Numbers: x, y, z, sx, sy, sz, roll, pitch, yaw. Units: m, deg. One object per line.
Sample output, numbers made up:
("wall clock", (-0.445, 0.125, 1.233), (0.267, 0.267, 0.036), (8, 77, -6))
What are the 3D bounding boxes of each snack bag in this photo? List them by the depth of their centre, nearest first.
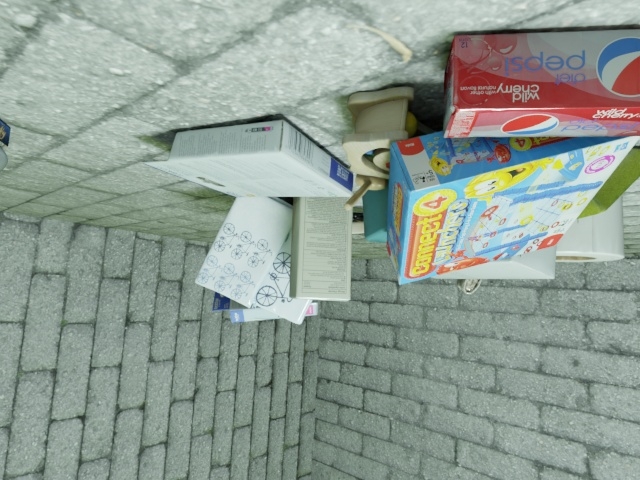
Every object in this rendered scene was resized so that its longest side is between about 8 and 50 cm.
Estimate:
("snack bag", (-0.134, 0.052, 1.199), (0.342, 0.323, 0.037), (28, -174, -10))

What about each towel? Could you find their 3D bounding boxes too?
("towel", (0.466, 0.018, 1.200), (0.049, 0.282, 0.187), (25, -176, 13))

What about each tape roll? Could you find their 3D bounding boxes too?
("tape roll", (0.635, -0.036, 1.095), (0.246, 0.169, 0.246), (3, 174, 0))

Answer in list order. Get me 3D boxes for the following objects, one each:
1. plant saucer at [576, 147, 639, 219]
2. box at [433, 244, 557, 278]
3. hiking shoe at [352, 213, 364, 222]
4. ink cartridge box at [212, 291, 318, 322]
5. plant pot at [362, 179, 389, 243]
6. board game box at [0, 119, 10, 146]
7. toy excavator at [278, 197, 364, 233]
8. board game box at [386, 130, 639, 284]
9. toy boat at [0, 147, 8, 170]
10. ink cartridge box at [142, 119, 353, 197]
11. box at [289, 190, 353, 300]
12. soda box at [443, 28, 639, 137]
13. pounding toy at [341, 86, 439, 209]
("plant saucer", (0.495, -0.102, 0.804), (0.188, 0.045, 0.188), (-38, -179, -17))
("box", (0.372, -0.025, 1.046), (0.168, 0.215, 0.345), (18, 167, -31))
("hiking shoe", (0.147, -0.052, 1.540), (0.227, 0.086, 0.114), (0, 169, 23))
("ink cartridge box", (-0.172, 0.167, 1.331), (0.311, 0.065, 0.186), (-3, -146, -6))
("plant pot", (0.218, -0.101, 0.849), (0.165, 0.166, 0.234), (8, 160, -29))
("board game box", (-0.667, -0.226, 0.714), (0.165, 0.042, 0.243), (6, 173, -17))
("toy excavator", (0.049, -0.040, 1.372), (0.445, 0.222, 0.433), (-7, -177, -36))
("board game box", (0.264, -0.060, 0.674), (0.302, 0.086, 0.308), (-15, 151, 0))
("toy boat", (-0.850, -0.178, 0.876), (0.267, 0.148, 0.318), (2, 168, 44))
("ink cartridge box", (-0.138, -0.158, 0.912), (0.330, 0.071, 0.324), (4, 174, 26))
("box", (0.000, 0.000, 1.112), (0.148, 0.311, 0.121), (5, 173, -13))
("soda box", (0.277, -0.173, 0.476), (0.263, 0.092, 0.083), (2, 173, 9))
("pounding toy", (0.122, -0.122, 0.702), (0.154, 0.155, 0.269), (6, 173, 12))
